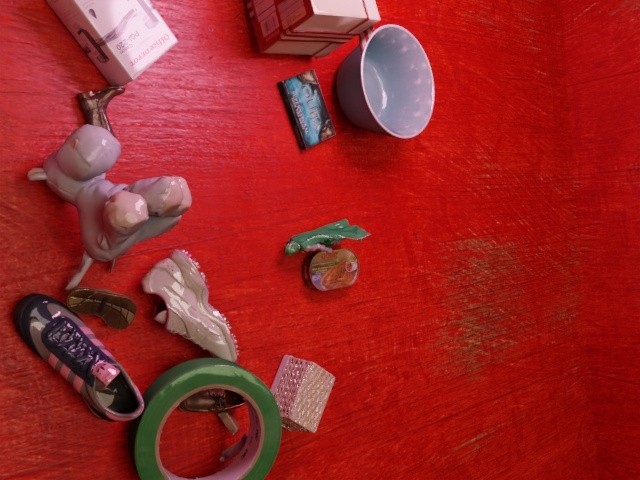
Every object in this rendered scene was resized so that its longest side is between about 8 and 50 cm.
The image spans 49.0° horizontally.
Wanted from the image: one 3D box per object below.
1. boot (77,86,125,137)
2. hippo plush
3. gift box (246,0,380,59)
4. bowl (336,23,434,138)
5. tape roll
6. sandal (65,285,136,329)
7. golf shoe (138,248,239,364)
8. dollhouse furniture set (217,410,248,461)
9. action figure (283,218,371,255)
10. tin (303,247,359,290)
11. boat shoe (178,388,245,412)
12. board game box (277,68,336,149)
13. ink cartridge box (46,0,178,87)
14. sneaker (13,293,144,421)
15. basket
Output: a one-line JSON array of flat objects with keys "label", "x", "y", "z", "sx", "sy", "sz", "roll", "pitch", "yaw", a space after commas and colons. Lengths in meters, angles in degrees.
[{"label": "boot", "x": -0.440, "y": -0.257, "z": 1.459, "sx": 0.106, "sy": 0.037, "sz": 0.114, "roll": -20, "pitch": 98, "yaw": -29}, {"label": "hippo plush", "x": -0.413, "y": -0.100, "z": 1.379, "sx": 0.236, "sy": 0.294, "sz": 0.234, "roll": 54, "pitch": 38, "yaw": 4}, {"label": "gift box", "x": -0.019, "y": -0.583, "z": 1.744, "sx": 0.258, "sy": 0.255, "sz": 0.276, "roll": -13, "pitch": 91, "yaw": -42}, {"label": "bowl", "x": 0.163, "y": -0.427, "z": 1.964, "sx": 0.312, "sy": 0.163, "sz": 0.311, "roll": 4, "pitch": 85, "yaw": -43}, {"label": "tape roll", "x": -0.244, "y": 0.416, "z": 1.507, "sx": 0.321, "sy": 0.077, "sz": 0.321, "roll": -2, "pitch": 95, "yaw": -26}, {"label": "sandal", "x": -0.443, "y": 0.127, "z": 1.419, "sx": 0.180, "sy": 0.049, "sz": 0.072, "roll": 32, "pitch": 89, "yaw": -52}, {"label": "golf shoe", "x": -0.288, "y": 0.172, "z": 1.546, "sx": 0.140, "sy": 0.115, "sz": 0.306, "roll": -32, "pitch": 109, "yaw": -22}, {"label": "dollhouse furniture set", "x": -0.220, "y": 0.455, "z": 1.645, "sx": 0.081, "sy": 0.091, "sz": 0.114, "roll": -35, "pitch": 89, "yaw": 3}, {"label": "action figure", "x": 0.000, "y": 0.000, "z": 1.827, "sx": 0.232, "sy": 0.137, "sz": 0.063, "roll": -13, "pitch": 109, "yaw": -35}, {"label": "tin", "x": 0.029, "y": 0.076, "z": 1.891, "sx": 0.190, "sy": 0.040, "sz": 0.106, "roll": -6, "pitch": 96, "yaw": -44}, {"label": "boat shoe", "x": -0.239, "y": 0.358, "z": 1.596, "sx": 0.178, "sy": 0.060, "sz": 0.064, "roll": 7, "pitch": 82, "yaw": -43}, {"label": "board game box", "x": -0.035, "y": -0.348, "z": 1.863, "sx": 0.126, "sy": 0.026, "sz": 0.186, "roll": -32, "pitch": 109, "yaw": -40}, {"label": "ink cartridge box", "x": -0.425, "y": -0.451, "z": 1.450, "sx": 0.158, "sy": 0.092, "sz": 0.218, "roll": -53, "pitch": 123, "yaw": -32}, {"label": "sneaker", "x": -0.449, "y": 0.226, "z": 1.353, "sx": 0.112, "sy": 0.131, "sz": 0.319, "roll": -52, "pitch": 121, "yaw": -32}, {"label": "basket", "x": -0.051, "y": 0.383, "z": 1.745, "sx": 0.113, "sy": 0.103, "sz": 0.167, "roll": 40, "pitch": 60, "yaw": -36}]
